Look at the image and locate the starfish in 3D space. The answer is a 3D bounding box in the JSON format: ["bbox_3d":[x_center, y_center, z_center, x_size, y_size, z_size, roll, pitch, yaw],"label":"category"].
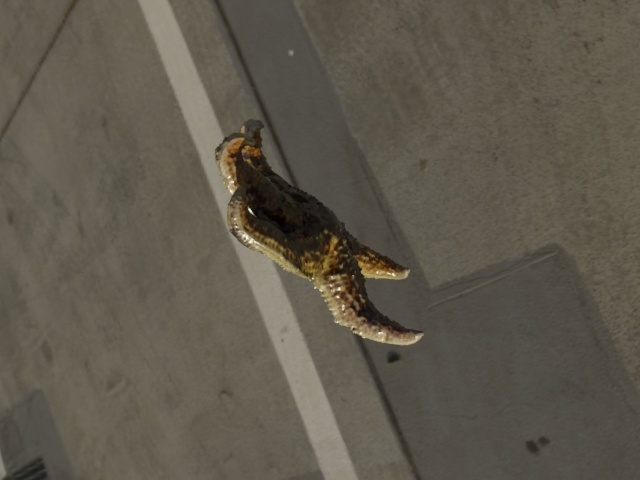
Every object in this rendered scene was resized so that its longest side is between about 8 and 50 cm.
[{"bbox_3d":[-0.001,0.001,0.574,0.071,0.238,0.216,-37,59,26],"label":"starfish"}]
